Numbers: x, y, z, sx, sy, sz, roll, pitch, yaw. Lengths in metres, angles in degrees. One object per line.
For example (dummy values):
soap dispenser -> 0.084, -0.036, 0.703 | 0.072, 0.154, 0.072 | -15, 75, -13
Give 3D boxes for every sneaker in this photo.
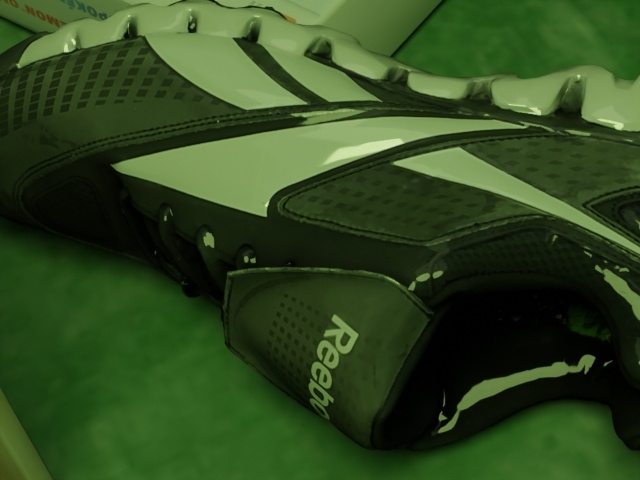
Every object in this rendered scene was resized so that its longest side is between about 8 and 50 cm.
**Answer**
sneaker -> 0.000, 0.000, 0.397 | 0.234, 0.078, 0.106 | 8, 51, 13

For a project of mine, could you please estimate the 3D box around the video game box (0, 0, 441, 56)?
video game box -> -0.024, -0.140, 0.536 | 0.187, 0.048, 0.205 | 27, 61, 25

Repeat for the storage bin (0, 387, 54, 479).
storage bin -> -0.194, 0.067, 0.257 | 0.123, 0.262, 0.260 | 17, 56, 23
